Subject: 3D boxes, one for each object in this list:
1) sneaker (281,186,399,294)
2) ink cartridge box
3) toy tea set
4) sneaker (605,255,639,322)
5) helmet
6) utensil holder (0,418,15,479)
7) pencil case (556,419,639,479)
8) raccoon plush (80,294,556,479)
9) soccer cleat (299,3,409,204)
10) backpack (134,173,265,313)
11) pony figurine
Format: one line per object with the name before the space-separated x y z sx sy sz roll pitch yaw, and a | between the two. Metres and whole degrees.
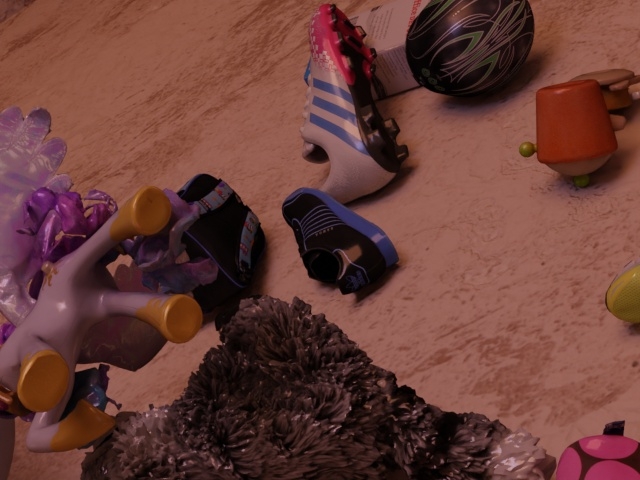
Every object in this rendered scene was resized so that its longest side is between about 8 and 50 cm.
sneaker | 0.000 0.000 1.589 0.090 0.081 0.232 -35 32 -18
ink cartridge box | 0.091 -0.291 1.902 0.203 0.086 0.148 -14 37 27
toy tea set | 0.403 -0.138 1.433 0.336 0.124 0.200 -1 14 46
sneaker | 0.370 0.062 1.181 0.208 0.081 0.094 -7 42 34
helmet | 0.214 -0.283 1.714 0.161 0.169 0.169 -14 33 55
utensil holder | -0.586 0.202 1.392 0.385 0.328 0.328 16 55 37
pencil case | 0.243 0.258 1.019 0.098 0.095 0.209 -4 42 15
raccoon plush | -0.044 0.227 1.172 0.446 0.216 0.299 6 45 46
soccer cleat | 0.015 -0.196 1.746 0.143 0.116 0.331 -35 49 25
backpack | -0.156 -0.002 1.669 0.117 0.158 0.173 -38 13 26
pony figurine | -0.249 0.058 1.207 0.363 0.303 0.351 -15 41 54
